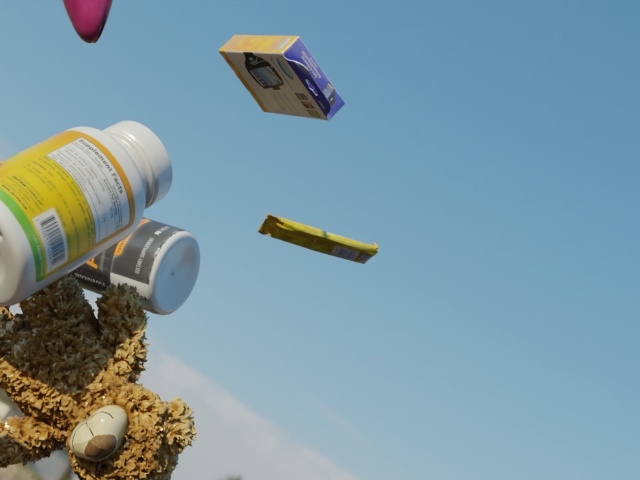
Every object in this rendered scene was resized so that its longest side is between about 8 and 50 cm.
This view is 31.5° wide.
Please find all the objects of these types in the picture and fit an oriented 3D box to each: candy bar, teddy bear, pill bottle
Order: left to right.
[{"bbox_3d":[-0.289,0.142,1.258,0.113,0.245,0.338,96,-28,-64],"label":"teddy bear"},{"bbox_3d":[-0.277,-0.041,1.225,0.136,0.245,0.136,19,-54,29],"label":"pill bottle"},{"bbox_3d":[-0.312,0.018,1.683,0.245,0.130,0.130,16,-22,25],"label":"pill bottle"},{"bbox_3d":[0.000,0.000,1.442,0.161,0.018,0.040,16,-42,-21],"label":"candy bar"}]

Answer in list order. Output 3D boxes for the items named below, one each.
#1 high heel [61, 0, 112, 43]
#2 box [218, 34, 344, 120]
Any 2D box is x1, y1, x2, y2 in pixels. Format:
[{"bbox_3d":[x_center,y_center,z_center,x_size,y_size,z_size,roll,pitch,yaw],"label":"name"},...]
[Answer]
[{"bbox_3d":[-0.411,-0.461,1.668,0.181,0.377,0.127,5,-30,-36],"label":"high heel"},{"bbox_3d":[-0.033,-0.153,1.061,0.136,0.028,0.081,14,-33,54],"label":"box"}]
